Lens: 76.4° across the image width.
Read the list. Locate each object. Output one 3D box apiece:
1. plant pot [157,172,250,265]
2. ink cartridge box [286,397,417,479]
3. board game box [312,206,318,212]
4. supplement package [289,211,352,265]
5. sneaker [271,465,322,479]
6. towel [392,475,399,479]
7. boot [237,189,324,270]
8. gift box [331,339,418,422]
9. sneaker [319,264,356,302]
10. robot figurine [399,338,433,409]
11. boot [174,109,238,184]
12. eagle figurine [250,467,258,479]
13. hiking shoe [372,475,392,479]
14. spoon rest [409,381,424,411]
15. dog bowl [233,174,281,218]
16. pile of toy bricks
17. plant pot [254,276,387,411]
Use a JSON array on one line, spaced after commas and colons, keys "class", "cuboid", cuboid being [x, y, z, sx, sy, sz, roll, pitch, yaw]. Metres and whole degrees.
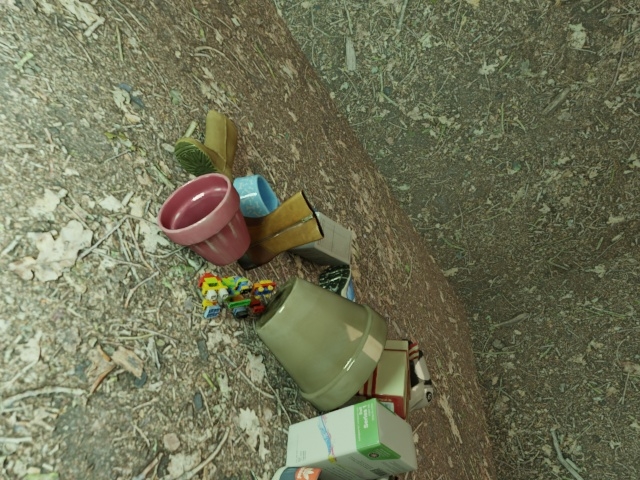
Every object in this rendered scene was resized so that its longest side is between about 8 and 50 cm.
[{"class": "plant pot", "cuboid": [-0.275, -0.038, 1.034, 0.201, 0.201, 0.180, -88, 159, -44]}, {"class": "ink cartridge box", "cuboid": [0.078, 0.539, 1.062, 0.201, 0.278, 0.117, 46, 28, -33]}, {"class": "board game box", "cuboid": [-0.029, -0.053, 1.678, 0.133, 0.033, 0.169, 46, 36, -43]}, {"class": "supplement package", "cuboid": [0.000, 0.000, 1.524, 0.244, 0.133, 0.139, 28, 63, -51]}, {"class": "sneaker", "cuboid": [0.017, 0.692, 0.954, 0.350, 0.148, 0.131, 62, 26, -7]}, {"class": "towel", "cuboid": [0.167, 0.879, 1.109, 0.370, 0.040, 0.272, -18, 105, -66]}, {"class": "boot", "cuboid": [-0.164, -0.065, 1.140, 0.264, 0.280, 0.096, 60, 25, -9]}, {"class": "gift box", "cuboid": [0.173, 0.440, 1.271, 0.258, 0.254, 0.277, -65, 154, -59]}, {"class": "sneaker", "cuboid": [0.075, 0.227, 1.547, 0.330, 0.129, 0.147, -84, 155, -42]}, {"class": "robot figurine", "cuboid": [0.373, 0.563, 1.710, 0.209, 0.174, 0.278, 1, 60, -23]}, {"class": "boot", "cuboid": [-0.344, -0.306, 1.252, 0.236, 0.089, 0.270, 53, 26, -51]}, {"class": "eagle figurine", "cuboid": [-0.097, 0.643, 0.795, 0.298, 0.225, 0.226, 36, -19, 6]}, {"class": "hiking shoe", "cuboid": [0.101, 0.723, 1.171, 0.132, 0.113, 0.304, 43, 24, 13]}, {"class": "spoon rest", "cuboid": [0.292, 0.602, 1.478, 0.137, 0.277, 0.084, -14, 46, -38]}, {"class": "dog bowl", "cuboid": [-0.172, -0.085, 1.315, 0.166, 0.074, 0.297, -93, 159, -50]}, {"class": "pile of toy bricks", "cuboid": [-0.234, 0.131, 1.067, 0.212, 0.118, 0.105, -1, 38, -45]}, {"class": "plant pot", "cuboid": [-0.021, 0.261, 1.146, 0.280, 0.323, 0.323, 39, 32, -12]}]
